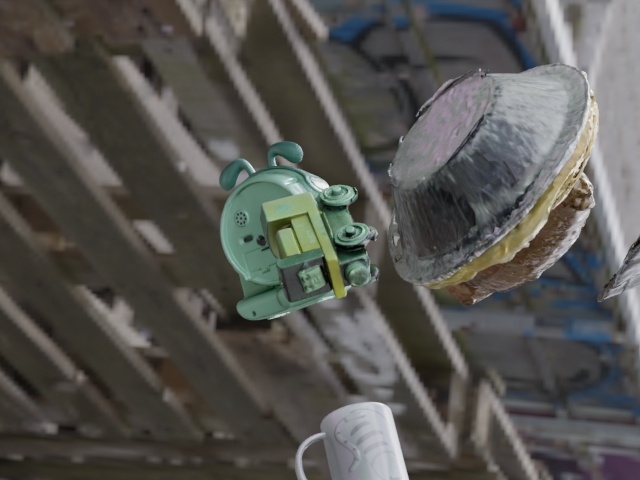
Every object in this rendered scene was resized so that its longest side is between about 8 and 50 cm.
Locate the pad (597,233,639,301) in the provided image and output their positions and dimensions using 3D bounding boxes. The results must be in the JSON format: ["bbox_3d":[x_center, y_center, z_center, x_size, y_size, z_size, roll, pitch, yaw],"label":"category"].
[{"bbox_3d":[0.444,-0.003,1.932,0.022,0.174,0.233,60,-21,22],"label":"pad"}]

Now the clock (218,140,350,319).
[{"bbox_3d":[-0.050,-0.011,1.755,0.060,0.148,0.188,-10,78,-57],"label":"clock"}]

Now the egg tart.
[{"bbox_3d":[0.129,-0.067,1.308,0.094,0.234,0.234,40,47,-22],"label":"egg tart"}]

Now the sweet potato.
[{"bbox_3d":[0.181,-0.017,1.500,0.336,0.131,0.131,131,-34,-79],"label":"sweet potato"}]

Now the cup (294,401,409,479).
[{"bbox_3d":[0.046,0.285,2.023,0.136,0.099,0.133,15,52,-40],"label":"cup"}]

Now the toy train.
[{"bbox_3d":[0.000,0.000,1.193,0.122,0.081,0.050,-109,-173,-57],"label":"toy train"}]
